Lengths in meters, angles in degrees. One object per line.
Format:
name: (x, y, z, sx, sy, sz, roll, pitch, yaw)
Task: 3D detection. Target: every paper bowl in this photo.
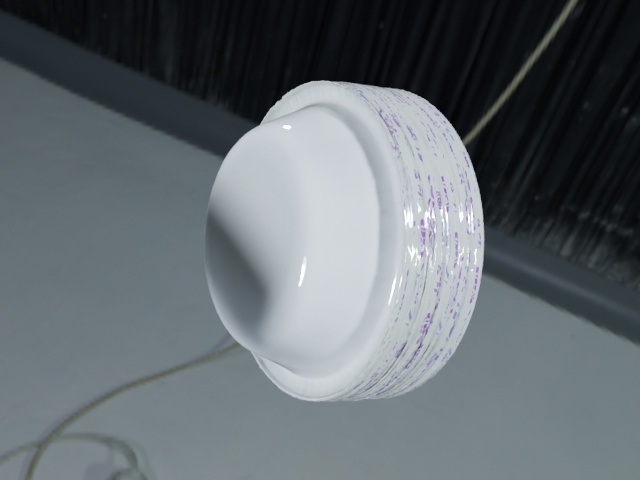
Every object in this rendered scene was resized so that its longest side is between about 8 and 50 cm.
paper bowl: (0.000, 0.000, 0.925, 0.148, 0.284, 0.284, 3, 48, -33)
